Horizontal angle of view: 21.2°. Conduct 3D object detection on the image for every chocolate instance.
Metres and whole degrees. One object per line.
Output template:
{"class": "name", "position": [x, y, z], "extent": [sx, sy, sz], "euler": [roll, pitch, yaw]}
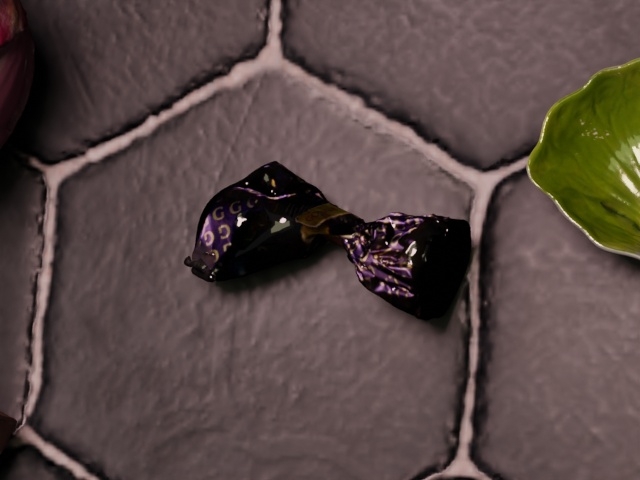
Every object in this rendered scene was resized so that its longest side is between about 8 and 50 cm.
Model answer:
{"class": "chocolate", "position": [0.002, -0.003, 0.898], "extent": [0.147, 0.070, 0.072], "euler": [14, 57, 17]}

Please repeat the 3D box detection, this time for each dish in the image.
{"class": "dish", "position": [0.172, -0.022, 0.863], "extent": [0.091, 0.039, 0.137], "euler": [-40, 73, 1]}

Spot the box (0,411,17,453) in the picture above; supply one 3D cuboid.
{"class": "box", "position": [-0.311, 0.143, 0.940], "extent": [0.215, 0.086, 0.215], "euler": [26, 89, 25]}

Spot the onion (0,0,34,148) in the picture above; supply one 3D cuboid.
{"class": "onion", "position": [-0.259, -0.125, 0.918], "extent": [0.200, 0.200, 0.207], "euler": [-34, 67, 8]}
